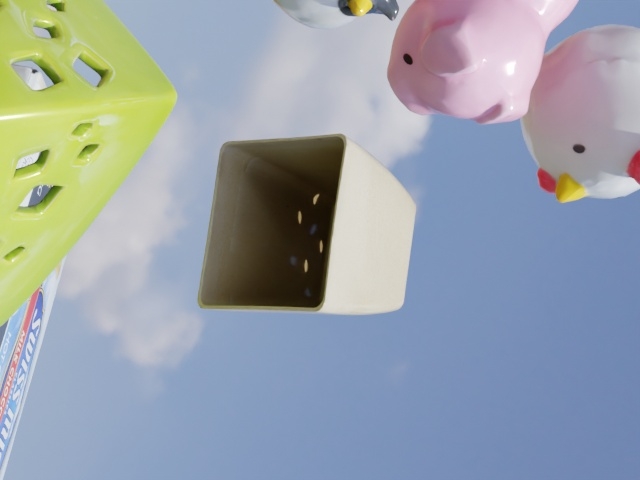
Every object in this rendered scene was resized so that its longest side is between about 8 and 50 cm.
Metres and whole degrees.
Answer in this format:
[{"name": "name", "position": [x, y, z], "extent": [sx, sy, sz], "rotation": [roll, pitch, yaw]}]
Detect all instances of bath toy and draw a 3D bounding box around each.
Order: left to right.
[{"name": "bath toy", "position": [0.083, -0.132, 0.943], "extent": [0.151, 0.348, 0.129], "rotation": [-42, -150, 14]}]

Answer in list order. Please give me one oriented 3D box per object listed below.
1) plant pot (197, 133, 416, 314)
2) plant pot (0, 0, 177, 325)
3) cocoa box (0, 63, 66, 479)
[{"name": "plant pot", "position": [0.000, 0.000, 1.076], "extent": [0.109, 0.096, 0.109], "rotation": [-1, -104, 42]}, {"name": "plant pot", "position": [-0.262, -0.077, 0.998], "extent": [0.228, 0.227, 0.207], "rotation": [-49, 165, 25]}, {"name": "cocoa box", "position": [-0.356, 0.042, 1.376], "extent": [0.228, 0.231, 0.347], "rotation": [82, 20, -67]}]
